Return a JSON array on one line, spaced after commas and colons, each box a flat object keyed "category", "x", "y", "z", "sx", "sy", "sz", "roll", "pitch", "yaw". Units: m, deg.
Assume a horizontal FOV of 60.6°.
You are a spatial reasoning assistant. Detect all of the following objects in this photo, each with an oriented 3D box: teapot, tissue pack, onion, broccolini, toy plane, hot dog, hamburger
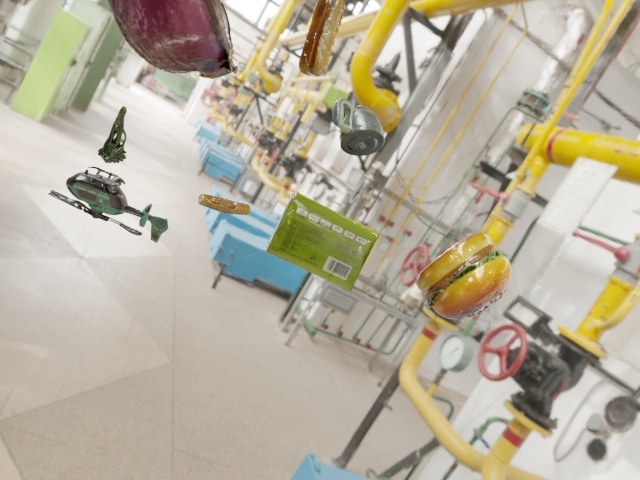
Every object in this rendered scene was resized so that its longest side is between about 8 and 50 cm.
[{"category": "teapot", "x": 0.083, "y": -0.282, "z": 1.361, "sx": 0.149, "sy": 0.108, "sz": 0.111, "roll": 6, "pitch": -29, "yaw": -20}, {"category": "tissue pack", "x": 0.000, "y": 0.000, "z": 1.627, "sx": 0.275, "sy": 0.200, "sz": 0.167, "roll": 26, "pitch": 1, "yaw": -6}, {"category": "onion", "x": -0.233, "y": -0.402, "z": 0.787, "sx": 0.159, "sy": 0.348, "sz": 0.267, "roll": -14, "pitch": 18, "yaw": -4}, {"category": "broccolini", "x": -0.550, "y": -0.280, "z": 1.488, "sx": 0.058, "sy": 0.201, "sz": 0.074, "roll": 48, "pitch": 47, "yaw": 3}, {"category": "toy plane", "x": -0.673, "y": -0.122, "z": 1.776, "sx": 0.382, "sy": 0.155, "sz": 0.106, "roll": 23, "pitch": 20, "yaw": -20}, {"category": "hot dog", "x": -0.242, "y": -0.090, "z": 1.392, "sx": 0.137, "sy": 0.028, "sz": 0.044, "roll": 16, "pitch": 57, "yaw": -25}, {"category": "hot dog", "x": 0.003, "y": -0.410, "z": 1.092, "sx": 0.045, "sy": 0.164, "sz": 0.071, "roll": 14, "pitch": 7, "yaw": -35}, {"category": "hamburger", "x": 0.370, "y": 0.104, "z": 1.379, "sx": 0.170, "sy": 0.246, "sz": 0.246, "roll": 55, "pitch": 16, "yaw": 20}]
